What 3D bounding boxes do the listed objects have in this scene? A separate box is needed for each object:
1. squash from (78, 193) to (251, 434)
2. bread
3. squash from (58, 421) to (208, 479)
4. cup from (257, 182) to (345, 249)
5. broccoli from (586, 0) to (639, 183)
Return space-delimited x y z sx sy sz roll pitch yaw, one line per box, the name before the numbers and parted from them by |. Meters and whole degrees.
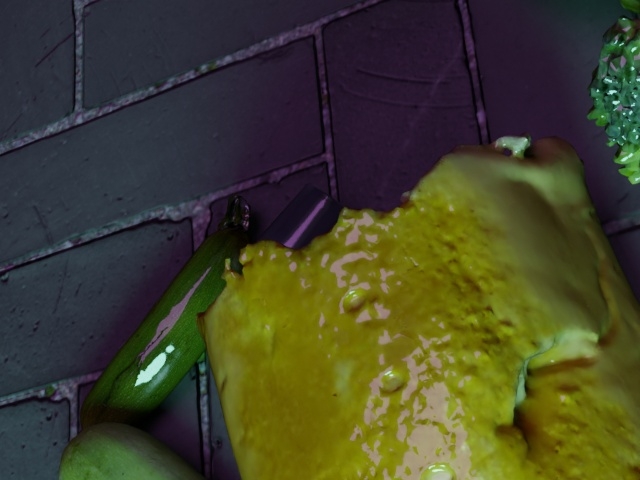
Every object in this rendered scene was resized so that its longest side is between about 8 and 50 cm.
squash | -0.154 0.097 1.209 0.080 0.071 0.318 34 89 37
bread | 0.091 0.134 0.935 0.361 0.250 0.394 -29 58 18
squash | -0.108 0.289 1.079 0.370 0.118 0.118 32 88 32
cup | 0.000 0.000 1.158 0.100 0.078 0.077 36 86 26
broccoli | 0.289 -0.192 0.975 0.397 0.275 0.353 9 31 27
